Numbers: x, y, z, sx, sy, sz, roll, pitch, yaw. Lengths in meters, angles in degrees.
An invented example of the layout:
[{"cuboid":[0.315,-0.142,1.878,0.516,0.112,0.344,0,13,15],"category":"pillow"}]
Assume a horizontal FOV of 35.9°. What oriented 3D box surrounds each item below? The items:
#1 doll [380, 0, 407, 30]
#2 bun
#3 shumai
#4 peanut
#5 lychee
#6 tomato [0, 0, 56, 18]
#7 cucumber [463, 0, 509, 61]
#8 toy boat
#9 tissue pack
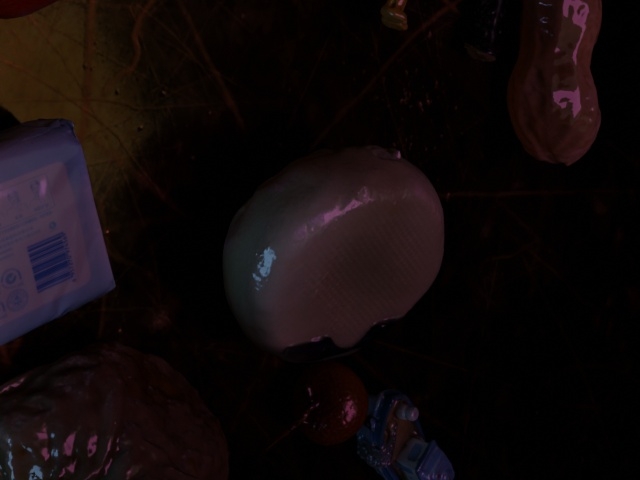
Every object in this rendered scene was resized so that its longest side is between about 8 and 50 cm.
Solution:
[{"cuboid":[0.134,-0.401,1.197,0.138,0.119,0.293,-161,-92,-87],"category":"doll"},{"cuboid":[0.000,0.000,1.147,0.283,0.179,0.283,-23,135,-25],"category":"bun"},{"cuboid":[-0.162,0.252,0.970,0.314,0.262,0.267,2,102,-50],"category":"shumai"},{"cuboid":[0.350,-0.268,1.472,0.149,0.149,0.313,-13,112,-46],"category":"peanut"},{"cuboid":[0.008,0.213,1.258,0.140,0.101,0.114,-25,133,-77],"category":"lychee"},{"cuboid":[-0.257,-0.262,0.836,0.155,0.069,0.156,-18,116,-43],"category":"tomato"},{"cuboid":[0.249,-0.357,1.384,0.052,0.058,0.215,21,84,-43],"category":"cucumber"},{"cuboid":[0.123,0.295,1.428,0.109,0.098,0.238,-52,135,-28],"category":"toy boat"},{"cuboid":[-0.318,0.014,0.847,0.263,0.089,0.177,-28,121,-37],"category":"tissue pack"}]
